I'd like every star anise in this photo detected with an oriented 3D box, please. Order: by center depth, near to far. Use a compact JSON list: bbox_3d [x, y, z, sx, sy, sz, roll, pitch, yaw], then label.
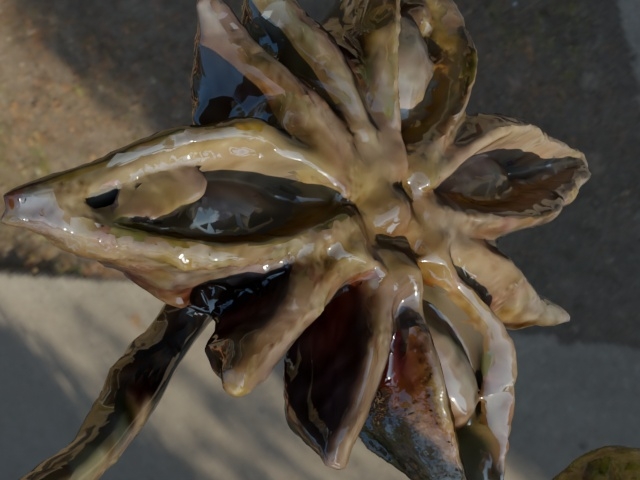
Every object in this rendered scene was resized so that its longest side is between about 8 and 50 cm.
[{"bbox_3d":[0.003,0.000,0.602,0.292,0.349,0.109,26,154,-21],"label":"star anise"}]

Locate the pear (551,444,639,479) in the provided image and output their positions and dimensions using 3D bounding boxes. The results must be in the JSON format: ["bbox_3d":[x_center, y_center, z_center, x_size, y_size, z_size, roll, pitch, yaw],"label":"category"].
[{"bbox_3d":[0.220,0.224,0.909,0.149,0.149,0.162,-21,101,49],"label":"pear"}]
